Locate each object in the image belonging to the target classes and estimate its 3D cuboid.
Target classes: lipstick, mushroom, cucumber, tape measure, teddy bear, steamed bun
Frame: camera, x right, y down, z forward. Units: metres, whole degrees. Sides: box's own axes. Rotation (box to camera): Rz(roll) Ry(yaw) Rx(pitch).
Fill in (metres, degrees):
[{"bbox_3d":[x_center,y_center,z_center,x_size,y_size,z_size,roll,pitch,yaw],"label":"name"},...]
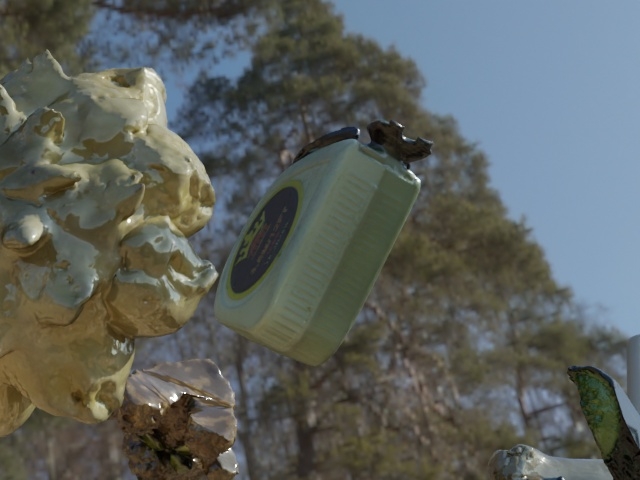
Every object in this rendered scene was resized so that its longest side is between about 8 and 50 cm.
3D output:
[{"bbox_3d":[0.478,0.260,1.863,0.059,0.264,0.059,6,-36,4],"label":"lipstick"},{"bbox_3d":[0.316,0.300,1.551,0.225,0.116,0.093,26,-72,-4],"label":"mushroom"},{"bbox_3d":[0.302,0.214,1.211,0.046,0.070,0.220,-28,-73,31],"label":"cucumber"},{"bbox_3d":[0.000,0.000,1.243,0.115,0.235,0.207,29,-8,-17],"label":"tape measure"},{"bbox_3d":[-0.230,0.289,1.867,0.246,0.296,0.222,25,-77,-1],"label":"teddy bear"},{"bbox_3d":[-0.218,-0.020,0.899,0.295,0.292,0.137,-55,-35,-8],"label":"steamed bun"}]

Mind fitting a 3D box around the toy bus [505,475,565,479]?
[{"bbox_3d":[0.146,0.348,1.348,0.275,0.167,0.138,-2,-44,-6],"label":"toy bus"}]
